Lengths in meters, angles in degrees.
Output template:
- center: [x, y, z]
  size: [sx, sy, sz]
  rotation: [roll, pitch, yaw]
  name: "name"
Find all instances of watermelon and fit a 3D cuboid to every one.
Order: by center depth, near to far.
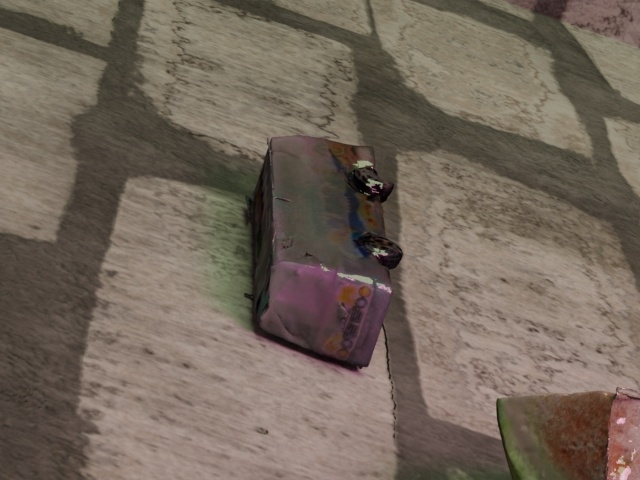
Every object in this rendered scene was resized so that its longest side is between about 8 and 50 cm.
- center: [0.288, 0.210, 1.586]
  size: [0.305, 0.180, 0.224]
  rotation: [17, 33, -43]
  name: "watermelon"

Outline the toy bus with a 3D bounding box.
- center: [0.000, 0.000, 1.872]
  size: [0.138, 0.112, 0.317]
  rotation: [13, 24, -9]
  name: "toy bus"
